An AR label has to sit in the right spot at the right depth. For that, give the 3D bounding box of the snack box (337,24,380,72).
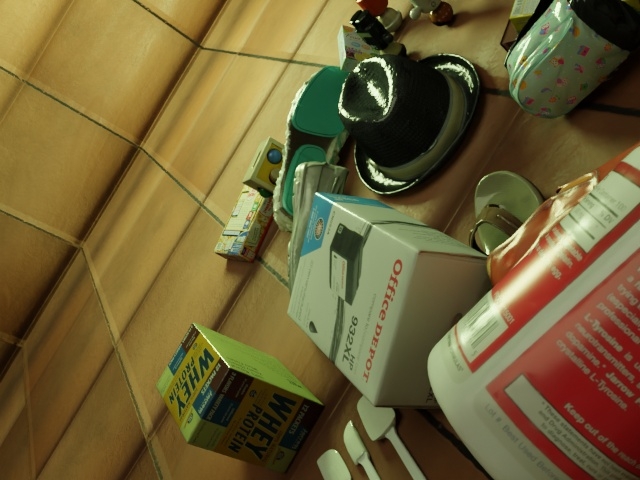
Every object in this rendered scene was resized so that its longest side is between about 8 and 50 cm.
[{"bbox_3d":[0.093,-0.424,1.461,0.037,0.100,0.141,116,160,-43],"label":"snack box"}]

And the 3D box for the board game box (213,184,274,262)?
[{"bbox_3d":[-0.177,-0.045,1.583,0.147,0.045,0.193,5,68,57],"label":"board game box"}]

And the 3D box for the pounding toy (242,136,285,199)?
[{"bbox_3d":[-0.095,-0.143,1.486,0.141,0.130,0.100,-67,19,-12],"label":"pounding toy"}]

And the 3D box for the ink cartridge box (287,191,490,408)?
[{"bbox_3d":[0.084,0.075,0.964,0.307,0.129,0.223,36,115,59],"label":"ink cartridge box"}]

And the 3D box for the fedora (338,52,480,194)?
[{"bbox_3d":[0.133,-0.251,1.208,0.334,0.153,0.334,-35,39,34],"label":"fedora"}]

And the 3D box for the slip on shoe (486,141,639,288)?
[{"bbox_3d":[0.326,-0.042,0.759,0.331,0.123,0.101,-46,41,13],"label":"slip on shoe"}]

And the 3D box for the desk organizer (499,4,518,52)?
[{"bbox_3d":[0.356,-0.378,1.098,0.050,0.047,0.130,4,67,54],"label":"desk organizer"}]

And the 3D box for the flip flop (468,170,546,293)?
[{"bbox_3d":[0.247,0.012,0.887,0.112,0.080,0.277,-25,45,44],"label":"flip flop"}]

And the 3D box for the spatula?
[{"bbox_3d":[0.079,0.337,0.915,0.168,0.019,0.242,-53,31,10],"label":"spatula"}]

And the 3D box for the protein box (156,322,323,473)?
[{"bbox_3d":[-0.143,0.268,1.116,0.136,0.200,0.201,-60,31,-1],"label":"protein box"}]

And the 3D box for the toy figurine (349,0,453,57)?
[{"bbox_3d":[0.177,-0.502,1.380,0.210,0.148,0.213,-31,39,30],"label":"toy figurine"}]

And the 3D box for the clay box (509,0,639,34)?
[{"bbox_3d":[0.414,-0.387,0.983,0.222,0.053,0.127,7,69,40],"label":"clay box"}]

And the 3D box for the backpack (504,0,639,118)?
[{"bbox_3d":[0.347,-0.267,0.927,0.182,0.152,0.115,-47,22,42],"label":"backpack"}]

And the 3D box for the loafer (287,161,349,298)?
[{"bbox_3d":[0.000,0.000,1.227,0.112,0.112,0.319,1,76,7],"label":"loafer"}]

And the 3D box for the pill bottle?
[{"bbox_3d":[0.314,0.058,0.608,0.407,0.229,0.229,-49,32,18],"label":"pill bottle"}]

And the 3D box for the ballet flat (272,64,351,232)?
[{"bbox_3d":[-0.023,-0.195,1.420,0.147,0.147,0.408,-12,54,51],"label":"ballet flat"}]
